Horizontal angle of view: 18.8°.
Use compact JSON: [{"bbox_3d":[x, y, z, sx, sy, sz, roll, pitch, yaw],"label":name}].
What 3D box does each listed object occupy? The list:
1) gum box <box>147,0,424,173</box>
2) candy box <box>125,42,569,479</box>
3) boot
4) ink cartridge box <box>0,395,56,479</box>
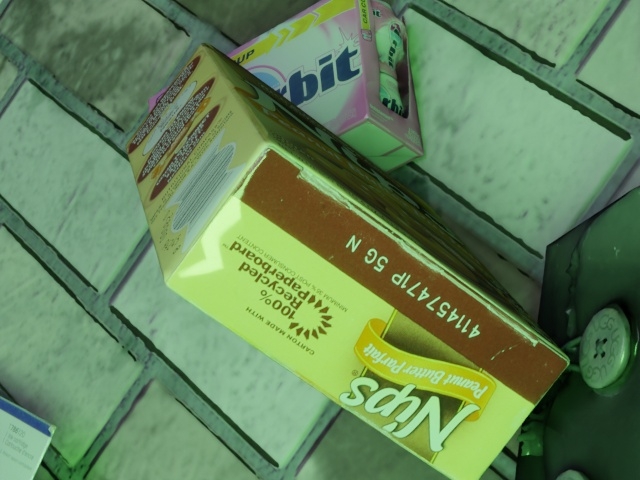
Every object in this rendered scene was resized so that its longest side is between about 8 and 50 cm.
[{"bbox_3d":[-0.022,-0.077,1.261,0.188,0.062,0.107,-26,54,29],"label":"gum box"},{"bbox_3d":[0.000,0.000,1.027,0.087,0.183,0.316,-52,16,7],"label":"candy box"},{"bbox_3d":[0.182,0.184,0.841,0.367,0.146,0.445,-12,57,59],"label":"boot"},{"bbox_3d":[-0.275,0.258,1.308,0.165,0.065,0.332,22,85,45],"label":"ink cartridge box"}]
